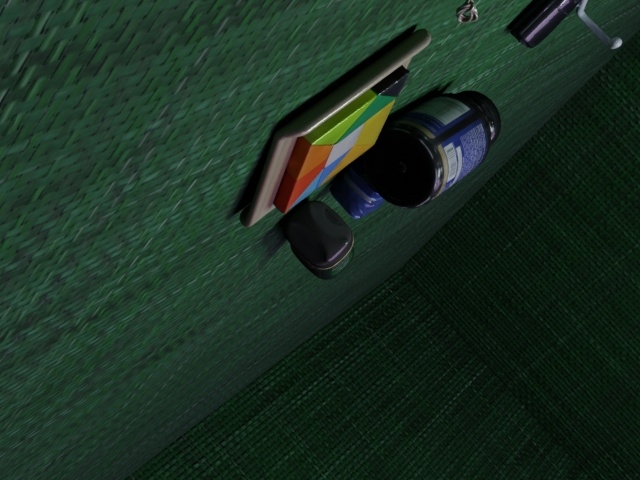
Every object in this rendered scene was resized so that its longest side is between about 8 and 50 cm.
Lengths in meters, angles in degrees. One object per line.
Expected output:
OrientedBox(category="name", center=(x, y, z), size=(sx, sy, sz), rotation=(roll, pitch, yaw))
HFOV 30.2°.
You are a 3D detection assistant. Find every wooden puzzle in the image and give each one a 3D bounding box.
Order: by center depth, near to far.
OrientedBox(category="wooden puzzle", center=(0.018, -0.117, 1.330), size=(0.221, 0.044, 0.238), rotation=(-39, 172, -27))

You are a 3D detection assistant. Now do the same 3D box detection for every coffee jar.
OrientedBox(category="coffee jar", center=(0.000, 0.000, 1.713), size=(0.079, 0.096, 0.184), rotation=(-45, 174, -4))

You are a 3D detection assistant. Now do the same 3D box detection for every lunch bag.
OrientedBox(category="lunch bag", center=(0.069, -0.083, 1.710), size=(0.065, 0.067, 0.098), rotation=(-47, 173, 35))

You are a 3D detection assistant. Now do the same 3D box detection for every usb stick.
OrientedBox(category="usb stick", center=(0.383, -0.385, 1.704), size=(0.278, 0.045, 0.077), rotation=(-45, 165, 19))

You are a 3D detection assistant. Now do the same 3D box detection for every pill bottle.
OrientedBox(category="pill bottle", center=(0.167, -0.138, 1.688), size=(0.219, 0.123, 0.123), rotation=(-34, 169, -47))

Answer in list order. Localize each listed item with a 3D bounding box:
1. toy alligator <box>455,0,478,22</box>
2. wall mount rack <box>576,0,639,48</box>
OrientedBox(category="toy alligator", center=(0.172, -0.284, 1.163), size=(0.189, 0.056, 0.051), rotation=(123, -24, -64))
OrientedBox(category="wall mount rack", center=(0.514, -0.427, 1.807), size=(0.350, 0.130, 0.304), rotation=(-43, 173, 0))
